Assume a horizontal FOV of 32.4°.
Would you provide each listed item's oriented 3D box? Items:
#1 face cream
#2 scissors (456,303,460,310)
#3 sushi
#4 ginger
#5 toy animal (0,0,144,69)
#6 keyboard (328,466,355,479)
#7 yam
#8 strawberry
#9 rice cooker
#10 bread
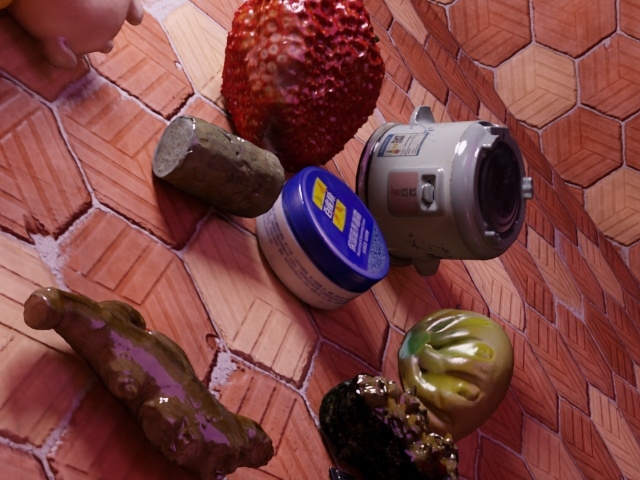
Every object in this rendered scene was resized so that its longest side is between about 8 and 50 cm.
[{"bbox_3d":[0.000,0.000,1.662,0.206,0.111,0.206,42,26,-27],"label":"face cream"},{"bbox_3d":[0.263,0.172,2.068,0.100,0.015,0.189,45,25,-19],"label":"scissors"},{"bbox_3d":[0.101,0.268,1.501,0.212,0.115,0.147,51,18,-5],"label":"sushi"},{"bbox_3d":[-0.177,0.153,1.171,0.333,0.080,0.166,42,11,-15],"label":"ginger"},{"bbox_3d":[-0.339,-0.392,1.348,0.345,0.246,0.277,49,26,-17],"label":"toy animal"},{"bbox_3d":[0.052,0.381,1.389,0.063,0.010,0.198,31,33,-48],"label":"keyboard"},{"bbox_3d":[-0.146,-0.103,1.520,0.194,0.107,0.107,24,39,-50],"label":"yam"},{"bbox_3d":[-0.043,-0.267,1.758,0.351,0.267,0.312,-71,155,-43],"label":"strawberry"},{"bbox_3d":[0.204,-0.087,1.958,0.264,0.316,0.317,-12,69,-53],"label":"rice cooker"},{"bbox_3d":[0.228,0.195,1.790,0.158,0.156,0.261,48,24,-23],"label":"bread"}]
